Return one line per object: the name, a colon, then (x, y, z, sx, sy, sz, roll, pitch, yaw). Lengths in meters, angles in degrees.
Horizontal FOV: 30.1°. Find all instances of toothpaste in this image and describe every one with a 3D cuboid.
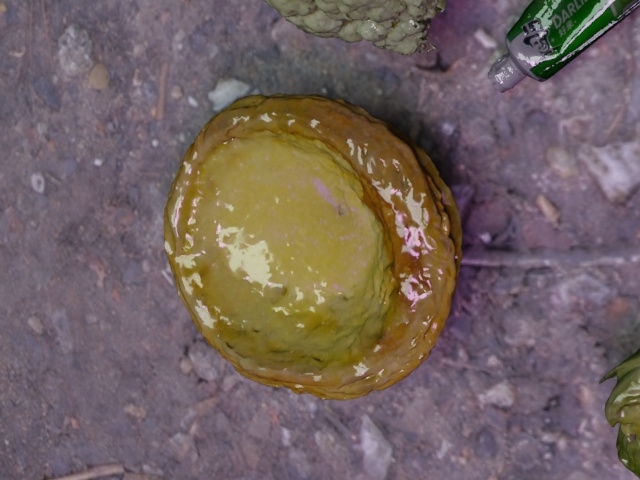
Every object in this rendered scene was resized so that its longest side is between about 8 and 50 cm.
toothpaste: (0.228, -0.203, 0.935, 0.248, 0.047, 0.078, -40, 79, 27)

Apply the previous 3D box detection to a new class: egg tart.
egg tart: (0.000, 0.000, 1.057, 0.294, 0.123, 0.294, 8, 105, 30)

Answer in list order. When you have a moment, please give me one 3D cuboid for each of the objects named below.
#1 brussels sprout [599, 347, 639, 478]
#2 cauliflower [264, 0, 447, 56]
brussels sprout: (0.303, 0.131, 0.914, 0.181, 0.100, 0.139, -28, 93, 29)
cauliflower: (0.025, -0.295, 0.946, 0.272, 0.275, 0.250, 42, 76, 18)
